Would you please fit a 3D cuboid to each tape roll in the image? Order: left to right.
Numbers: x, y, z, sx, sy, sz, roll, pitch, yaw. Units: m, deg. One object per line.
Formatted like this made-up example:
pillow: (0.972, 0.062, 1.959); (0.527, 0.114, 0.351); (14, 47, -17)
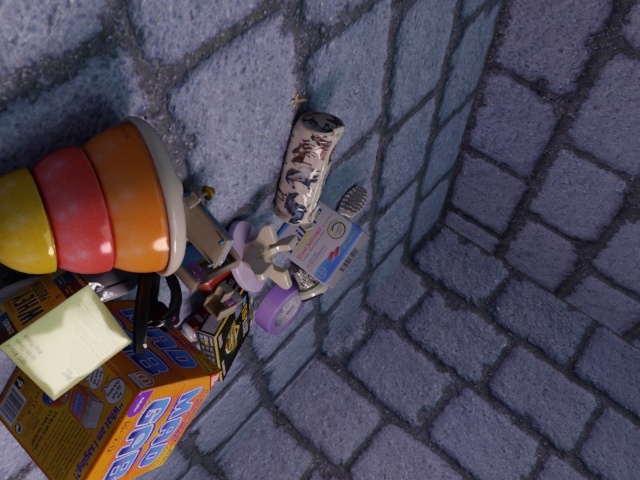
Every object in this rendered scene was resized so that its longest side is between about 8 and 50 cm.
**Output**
tape roll: (-0.180, 0.306, 2.530); (0.275, 0.090, 0.275); (-43, 156, -24)

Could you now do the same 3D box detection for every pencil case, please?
pencil case: (-0.040, -0.245, 1.873); (0.159, 0.183, 0.411); (-29, 146, -47)

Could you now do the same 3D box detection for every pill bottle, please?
pill bottle: (-0.449, 0.313, 1.981); (0.152, 0.086, 0.086); (-44, 157, -25)

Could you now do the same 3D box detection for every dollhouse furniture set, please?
dollhouse furniture set: (-0.283, 0.015, 1.608); (0.198, 0.286, 0.303); (-31, 160, -46)

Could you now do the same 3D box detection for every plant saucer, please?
plant saucer: (-0.329, 0.116, 1.992); (0.258, 0.047, 0.259); (-48, 159, -16)

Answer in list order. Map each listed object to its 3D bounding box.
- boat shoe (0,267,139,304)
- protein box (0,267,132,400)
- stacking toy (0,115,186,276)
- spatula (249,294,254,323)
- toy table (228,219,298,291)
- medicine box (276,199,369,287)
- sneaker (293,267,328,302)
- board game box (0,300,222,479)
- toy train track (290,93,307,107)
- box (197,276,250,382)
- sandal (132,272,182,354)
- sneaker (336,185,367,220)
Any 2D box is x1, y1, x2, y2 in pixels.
boat shoe: (-0.610, 0.112, 1.296); (0.335, 0.119, 0.121); (-14, 121, -39)
protein box: (-0.570, 0.194, 1.188); (0.201, 0.136, 0.200); (-39, 134, -23)
stacking toy: (-0.541, -0.048, 1.081); (0.479, 0.351, 0.351); (-15, 140, -30)
spatula: (-0.275, 0.243, 2.116); (0.019, 0.168, 0.242); (-10, 165, -13)
toy table: (-0.199, 0.057, 1.873); (0.252, 0.160, 0.274); (-61, 141, -40)
medicine box: (0.000, 0.000, 2.170); (0.264, 0.289, 0.149); (-55, 161, 0)
sneaker: (-0.009, 0.098, 2.499); (0.182, 0.157, 0.410); (61, 32, -21)
board game box: (-0.574, 0.415, 1.499); (0.357, 0.356, 0.356); (-57, 159, 8)
toy train track: (-0.066, -0.448, 1.741); (0.083, 0.014, 0.048); (-26, 145, -52)
box: (-0.345, 0.328, 1.980); (0.322, 0.079, 0.257); (96, 13, -47)
sandal: (-0.394, 0.131, 1.333); (0.446, 0.106, 0.168); (-125, -138, -69)
sneaker: (0.114, -0.133, 2.522); (0.281, 0.105, 0.115); (-55, -171, -4)
